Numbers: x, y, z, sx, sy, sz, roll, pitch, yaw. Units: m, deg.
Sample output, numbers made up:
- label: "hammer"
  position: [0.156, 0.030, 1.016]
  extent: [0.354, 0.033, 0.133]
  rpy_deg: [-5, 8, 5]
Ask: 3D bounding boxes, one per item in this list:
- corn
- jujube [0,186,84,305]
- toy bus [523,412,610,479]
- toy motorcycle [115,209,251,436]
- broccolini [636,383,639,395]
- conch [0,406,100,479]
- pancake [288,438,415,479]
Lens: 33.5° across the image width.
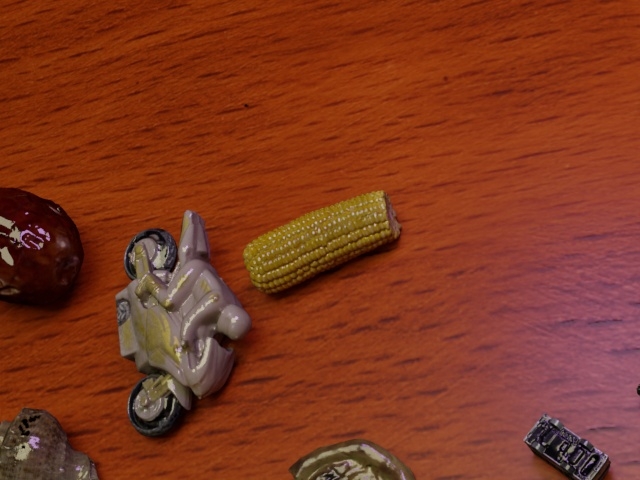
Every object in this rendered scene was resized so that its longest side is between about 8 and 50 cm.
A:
- label: "corn"
  position: [0.000, 0.000, 1.613]
  extent: [0.244, 0.093, 0.093]
  rpy_deg: [-25, 55, 6]
- label: "jujube"
  position: [-0.523, 0.001, 1.768]
  extent: [0.290, 0.197, 0.197]
  rpy_deg: [20, 70, 31]
- label: "toy bus"
  position: [0.314, 0.271, 1.345]
  extent: [0.102, 0.058, 0.052]
  rpy_deg: [33, 78, 39]
- label: "toy motorcycle"
  position: [-0.208, 0.116, 1.617]
  extent: [0.223, 0.108, 0.341]
  rpy_deg: [-20, 62, 21]
- label: "broccolini"
  position: [0.514, 0.294, 1.237]
  extent: [0.079, 0.074, 0.392]
  rpy_deg: [-41, 53, 4]
- label: "conch"
  position: [-0.421, 0.342, 1.598]
  extent: [0.207, 0.130, 0.155]
  rpy_deg: [25, 107, 9]
- label: "pancake"
  position: [0.034, 0.377, 1.416]
  extent: [0.212, 0.029, 0.235]
  rpy_deg: [0, 63, 21]
